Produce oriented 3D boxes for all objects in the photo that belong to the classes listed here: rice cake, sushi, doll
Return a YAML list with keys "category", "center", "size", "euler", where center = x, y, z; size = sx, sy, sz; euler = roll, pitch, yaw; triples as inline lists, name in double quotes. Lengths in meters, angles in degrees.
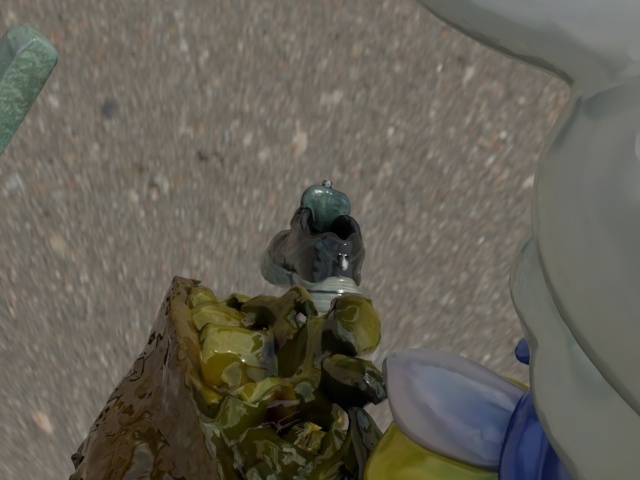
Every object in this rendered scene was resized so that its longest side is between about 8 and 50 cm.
- category: "rice cake"
  center: [-0.210, -0.047, 1.041]
  size: [0.030, 0.042, 0.180]
  euler: [24, 105, -34]
- category: "sushi"
  center: [-0.027, 0.145, 0.787]
  size: [0.179, 0.167, 0.296]
  euler: [-19, 38, 12]
- category: "doll"
  center: [0.157, 0.049, 0.540]
  size: [0.187, 0.365, 0.376]
  euler: [-27, 60, -22]

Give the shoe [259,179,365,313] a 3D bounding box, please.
- category: "shoe"
  center: [0.000, 0.000, 1.490]
  size: [0.071, 0.169, 0.099]
  euler: [5, 103, -17]
